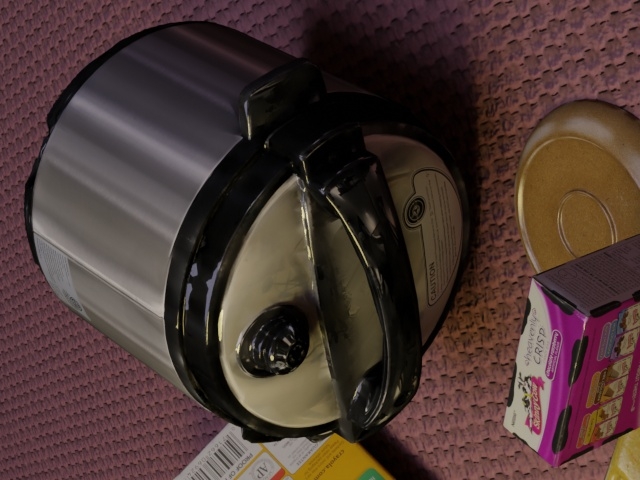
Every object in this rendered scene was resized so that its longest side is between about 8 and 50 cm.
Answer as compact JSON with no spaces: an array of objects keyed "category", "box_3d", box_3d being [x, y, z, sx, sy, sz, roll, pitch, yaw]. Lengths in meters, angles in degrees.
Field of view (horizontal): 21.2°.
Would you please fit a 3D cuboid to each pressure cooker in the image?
[{"category":"pressure cooker","box_3d":[-0.054,0.001,1.746,0.420,0.370,0.375,30,94,43]}]

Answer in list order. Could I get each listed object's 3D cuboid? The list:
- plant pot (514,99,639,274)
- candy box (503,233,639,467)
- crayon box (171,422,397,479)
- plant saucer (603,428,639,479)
[{"category":"plant pot","box_3d":[0.257,-0.014,1.601,0.236,0.032,0.236,31,130,46]},{"category":"candy box","box_3d":[0.270,0.075,1.438,0.071,0.233,0.159,40,136,40]},{"category":"crayon box","box_3d":[-0.008,0.328,2.019,0.323,0.203,0.083,41,175,39]},{"category":"plant saucer","box_3d":[0.342,0.337,1.551,0.333,0.081,0.332,52,151,34]}]
